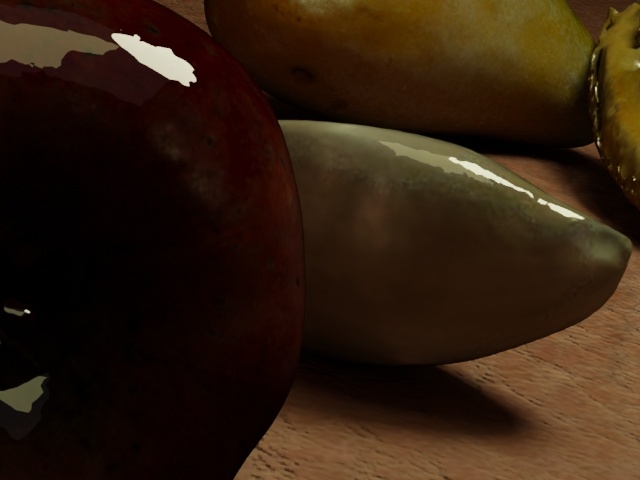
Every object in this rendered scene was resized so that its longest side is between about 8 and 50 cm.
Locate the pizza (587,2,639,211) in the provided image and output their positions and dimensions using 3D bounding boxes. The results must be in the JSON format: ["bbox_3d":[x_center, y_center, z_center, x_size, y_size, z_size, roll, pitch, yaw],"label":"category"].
[{"bbox_3d":[0.379,-0.164,1.254,0.130,0.406,0.440,48,12,-27],"label":"pizza"}]

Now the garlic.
[{"bbox_3d":[-0.004,-0.003,0.874,0.318,0.112,0.143,15,-8,41],"label":"garlic"}]

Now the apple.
[{"bbox_3d":[-0.125,0.019,0.522,0.234,0.234,0.234,10,15,-3],"label":"apple"}]

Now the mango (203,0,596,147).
[{"bbox_3d":[0.080,-0.179,1.448,0.384,0.199,0.221,19,6,-18],"label":"mango"}]
